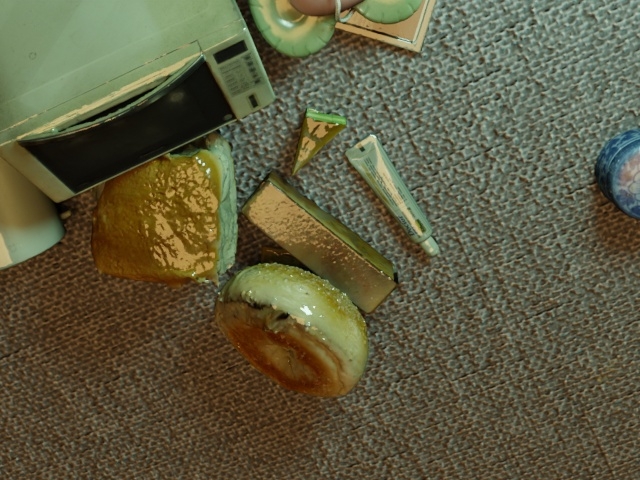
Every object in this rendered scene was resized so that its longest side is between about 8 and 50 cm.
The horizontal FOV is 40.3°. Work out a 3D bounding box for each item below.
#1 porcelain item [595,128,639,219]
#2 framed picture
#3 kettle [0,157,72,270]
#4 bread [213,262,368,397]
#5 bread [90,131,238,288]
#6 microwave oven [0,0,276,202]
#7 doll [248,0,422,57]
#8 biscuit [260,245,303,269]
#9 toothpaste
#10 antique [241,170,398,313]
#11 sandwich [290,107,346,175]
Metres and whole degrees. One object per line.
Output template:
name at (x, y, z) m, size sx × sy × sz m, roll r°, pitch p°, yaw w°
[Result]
porcelain item at (0.566, -0.114, 1.520) m, size 0.147 × 0.114 × 0.147 m, roll 0°, pitch 110°, yaw 0°
framed picture at (0.074, -0.439, 1.461) m, size 0.260 × 0.023 × 0.189 m, roll 16°, pitch 111°, yaw -4°
kettle at (-0.566, -0.125, 1.502) m, size 0.265 × 0.205 × 0.318 m, roll -15°, pitch 107°, yaw 10°
bread at (-0.042, 0.154, 1.577) m, size 0.306 × 0.158 × 0.305 m, roll 24°, pitch 151°, yaw 15°
bread at (-0.274, -0.061, 1.505) m, size 0.279 × 0.225 × 0.250 m, roll 3°, pitch 106°, yaw 12°
microwave oven at (-0.313, -0.288, 1.331) m, size 0.394 × 0.247 × 0.333 m, roll -25°, pitch 74°, yaw 0°
doll at (0.010, -0.429, 1.343) m, size 0.284 × 0.216 × 0.268 m, roll -20°, pitch 116°, yaw 9°
biscuit at (-0.074, 0.053, 1.651) m, size 0.083 × 0.018 × 0.081 m, roll 9°, pitch 111°, yaw -1°
toothpaste at (0.140, -0.076, 1.587) m, size 0.067 × 0.037 × 0.255 m, roll -32°, pitch 104°, yaw 18°
antique at (0.000, 0.000, 1.588) m, size 0.310 × 0.093 × 0.087 m, roll 38°, pitch 107°, yaw -12°
sandwich at (-0.004, -0.166, 1.537) m, size 0.074 × 0.074 × 0.116 m, roll 13°, pitch 111°, yaw -3°
